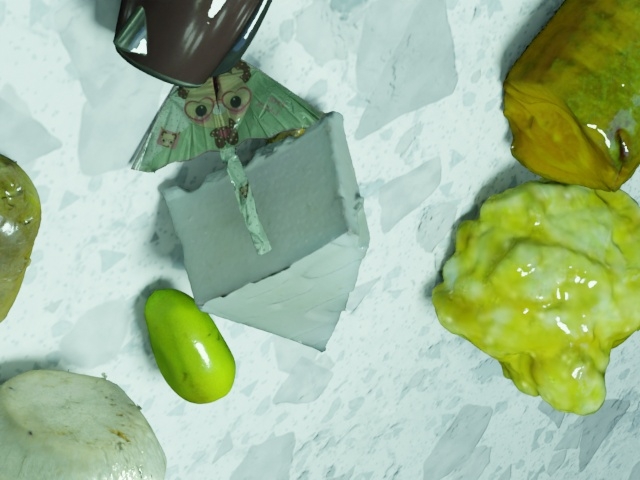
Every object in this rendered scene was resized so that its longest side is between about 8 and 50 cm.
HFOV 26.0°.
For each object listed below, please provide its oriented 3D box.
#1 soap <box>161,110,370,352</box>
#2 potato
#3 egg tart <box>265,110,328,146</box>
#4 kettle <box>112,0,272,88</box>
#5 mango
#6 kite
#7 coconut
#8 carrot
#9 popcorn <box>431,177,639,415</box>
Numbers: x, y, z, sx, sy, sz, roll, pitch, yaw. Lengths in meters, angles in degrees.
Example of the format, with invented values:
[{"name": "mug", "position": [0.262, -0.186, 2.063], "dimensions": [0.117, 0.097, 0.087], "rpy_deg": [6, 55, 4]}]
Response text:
[{"name": "soap", "position": [0.000, 0.000, 1.643], "dimensions": [0.258, 0.159, 0.302], "rpy_deg": [-28, 154, 25]}, {"name": "potato", "position": [-0.346, 0.014, 1.423], "dimensions": [0.164, 0.081, 0.200], "rpy_deg": [-9, 127, -45]}, {"name": "egg tart", "position": [-0.029, -0.104, 1.697], "dimensions": [0.130, 0.052, 0.130], "rpy_deg": [-29, 138, -30]}, {"name": "kettle", "position": [-0.113, -0.273, 1.414], "dimensions": [0.202, 0.144, 0.232], "rpy_deg": [-13, 135, -61]}, {"name": "mango", "position": [-0.160, 0.134, 1.689], "dimensions": [0.089, 0.117, 0.163], "rpy_deg": [-32, 138, -7]}, {"name": "kite", "position": [-0.102, -0.102, 1.520], "dimensions": [0.229, 0.250, 0.012], "rpy_deg": [-17, 173, 15]}, {"name": "coconut", "position": [-0.302, 0.287, 1.564], "dimensions": [0.245, 0.245, 0.247], "rpy_deg": [-7, 124, -45]}, {"name": "carrot", "position": [0.412, -0.239, 1.922], "dimensions": [0.340, 0.241, 0.241], "rpy_deg": [-49, 143, -3]}, {"name": "popcorn", "position": [0.362, 0.063, 2.060], "dimensions": [0.334, 0.292, 0.293], "rpy_deg": [-51, 142, -7]}]
